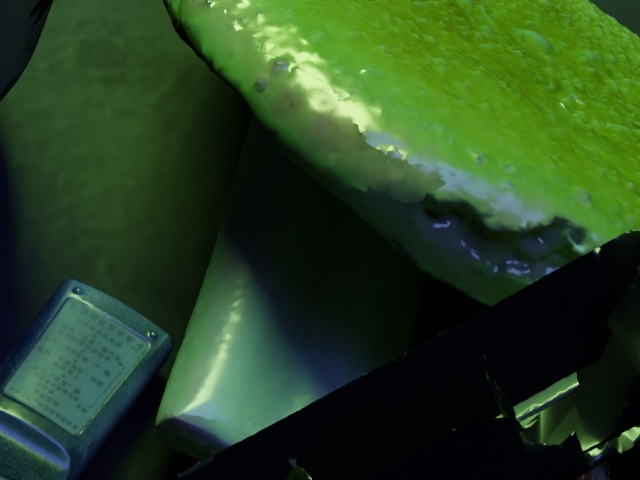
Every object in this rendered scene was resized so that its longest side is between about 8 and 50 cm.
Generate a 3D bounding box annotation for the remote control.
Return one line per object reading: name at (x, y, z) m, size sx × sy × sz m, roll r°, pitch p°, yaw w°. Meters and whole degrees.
remote control at (-0.096, 0.071, 0.499) m, size 0.044 × 0.027 × 0.152 m, roll 25°, pitch 45°, yaw 7°

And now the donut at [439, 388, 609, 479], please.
donut at (0.058, 0.103, 0.500) m, size 0.065 × 0.108 × 0.166 m, roll -4°, pitch 55°, yaw 9°

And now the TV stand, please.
TV stand at (0.000, 0.073, 0.451) m, size 0.249 × 0.036 × 0.042 m, roll -28°, pitch 40°, yaw -2°

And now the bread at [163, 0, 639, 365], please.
bread at (0.079, -0.050, 0.602) m, size 0.301 × 0.045 × 0.301 m, roll 28°, pitch 25°, yaw -14°

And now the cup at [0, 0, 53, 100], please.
cup at (-0.153, -0.111, 0.535) m, size 0.134 × 0.142 × 0.173 m, roll -1°, pitch 55°, yaw -25°

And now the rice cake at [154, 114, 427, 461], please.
rice cake at (0.001, 0.001, 0.589) m, size 0.080 × 0.042 × 0.221 m, roll 26°, pitch 47°, yaw -12°
